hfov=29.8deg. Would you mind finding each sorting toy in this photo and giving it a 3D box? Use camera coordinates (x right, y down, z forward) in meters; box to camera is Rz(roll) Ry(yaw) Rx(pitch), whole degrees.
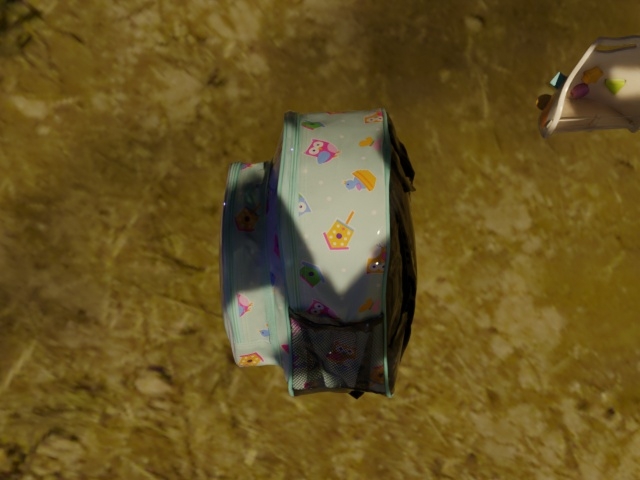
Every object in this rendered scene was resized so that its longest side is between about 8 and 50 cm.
[{"bbox_3d":[0.198,-0.114,0.854,0.083,0.075,0.044,-6,51,-26],"label":"sorting toy"}]

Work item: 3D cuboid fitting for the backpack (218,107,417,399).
[{"bbox_3d":[0.000,0.000,0.857,0.145,0.188,0.165,6,42,-2],"label":"backpack"}]
